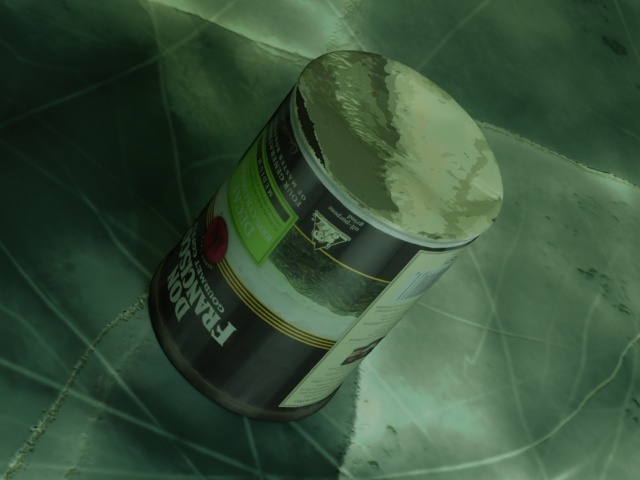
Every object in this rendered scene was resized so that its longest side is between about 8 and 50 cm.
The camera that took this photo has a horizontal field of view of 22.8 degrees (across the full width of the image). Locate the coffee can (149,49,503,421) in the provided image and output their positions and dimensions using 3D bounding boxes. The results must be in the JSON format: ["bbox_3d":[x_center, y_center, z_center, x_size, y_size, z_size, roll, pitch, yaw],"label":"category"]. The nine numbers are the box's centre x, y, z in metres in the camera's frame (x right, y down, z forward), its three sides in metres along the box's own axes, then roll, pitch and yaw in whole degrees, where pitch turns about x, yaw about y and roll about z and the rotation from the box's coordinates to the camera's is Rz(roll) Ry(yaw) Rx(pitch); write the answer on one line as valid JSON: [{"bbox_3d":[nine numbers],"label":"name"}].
[{"bbox_3d":[0.000,0.000,1.375,0.201,0.275,0.202,21,43,-21],"label":"coffee can"}]
